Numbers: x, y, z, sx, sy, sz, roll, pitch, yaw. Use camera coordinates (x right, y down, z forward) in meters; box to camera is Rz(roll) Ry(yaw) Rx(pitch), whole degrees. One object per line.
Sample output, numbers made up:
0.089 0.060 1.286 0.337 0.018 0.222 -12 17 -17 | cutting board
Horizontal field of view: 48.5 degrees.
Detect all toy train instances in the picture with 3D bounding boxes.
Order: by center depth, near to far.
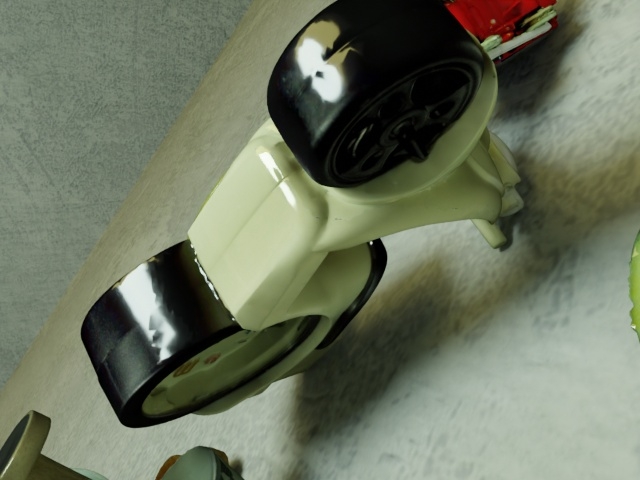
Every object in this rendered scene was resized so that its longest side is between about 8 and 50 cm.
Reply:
0.115 -0.172 0.602 0.204 0.082 0.131 -34 5 -38 | toy train

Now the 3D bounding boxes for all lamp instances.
-0.124 0.195 0.504 0.121 0.215 0.121 -48 22 26 | lamp

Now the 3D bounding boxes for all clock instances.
0.000 0.000 0.498 0.379 0.277 0.120 -43 68 33 | clock

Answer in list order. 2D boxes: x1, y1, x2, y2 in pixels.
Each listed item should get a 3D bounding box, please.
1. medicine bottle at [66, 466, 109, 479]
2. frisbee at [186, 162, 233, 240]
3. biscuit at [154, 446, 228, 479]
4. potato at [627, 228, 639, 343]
-0.275 0.303 0.713 0.147 0.147 0.143 -61 -11 -12 | medicine bottle
-0.166 -0.069 1.246 0.236 0.017 0.236 -44 25 27 | frisbee
-0.148 0.304 0.638 0.180 0.039 0.236 -27 36 51 | biscuit
0.193 0.035 0.286 0.119 0.054 0.198 -55 16 15 | potato
